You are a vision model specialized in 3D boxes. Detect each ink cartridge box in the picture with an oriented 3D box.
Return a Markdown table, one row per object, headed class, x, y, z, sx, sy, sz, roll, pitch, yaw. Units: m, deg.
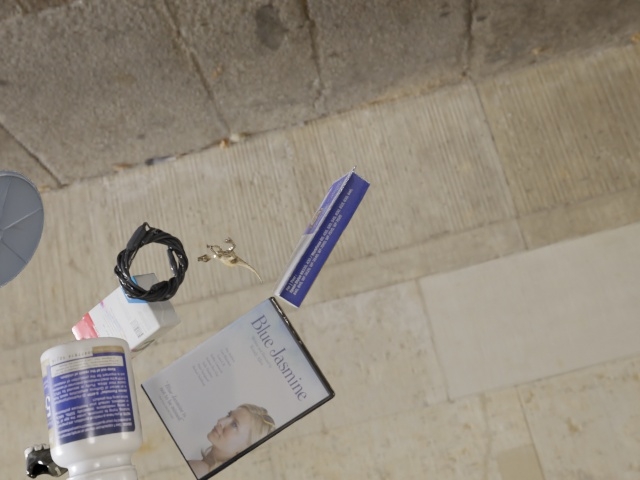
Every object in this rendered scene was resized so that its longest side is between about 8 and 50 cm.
| class | x | y | z | sx | sy | sz | roll | pitch | yaw |
| --- | --- | --- | --- | --- | --- | --- | --- | --- | --- |
| ink cartridge box | 0.000 | 0.000 | 1.676 | 0.072 | 0.304 | 0.307 | 31 | 175 | -7 |
| ink cartridge box | -0.442 | 0.191 | 1.770 | 0.231 | 0.134 | 0.078 | -36 | 168 | 25 |

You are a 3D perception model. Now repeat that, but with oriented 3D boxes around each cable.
| class | x | y | z | sx | sy | sz | roll | pitch | yaw |
| --- | --- | --- | --- | --- | --- | --- | --- | --- | --- |
| cable | -0.359 | 0.059 | 1.668 | 0.047 | 0.185 | 0.150 | -22 | 125 | 39 |

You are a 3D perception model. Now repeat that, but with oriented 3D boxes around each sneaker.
| class | x | y | z | sx | sy | sz | roll | pitch | yaw |
| --- | --- | --- | --- | --- | --- | --- | --- | --- | --- |
| sneaker | -0.692 | 0.589 | 2.119 | 0.234 | 0.106 | 0.078 | -15 | 125 | 1 |

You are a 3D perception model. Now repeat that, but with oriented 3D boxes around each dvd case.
| class | x | y | z | sx | sy | sz | roll | pitch | yaw |
| --- | --- | --- | --- | --- | --- | --- | --- | --- | --- |
| dvd case | -0.128 | 0.229 | 1.198 | 0.253 | 0.180 | 0.022 | -34 | 172 | 5 |

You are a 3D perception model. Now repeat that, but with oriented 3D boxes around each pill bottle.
| class | x | y | z | sx | sy | sz | roll | pitch | yaw |
| --- | --- | --- | --- | --- | --- | --- | --- | --- | --- |
| pill bottle | -0.281 | 0.224 | 0.974 | 0.111 | 0.187 | 0.112 | -12 | 162 | -4 |

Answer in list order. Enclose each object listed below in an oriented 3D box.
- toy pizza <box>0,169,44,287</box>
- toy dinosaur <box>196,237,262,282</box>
| class | x | y | z | sx | sy | sz | roll | pitch | yaw |
| --- | --- | --- | --- | --- | --- | --- | --- | --- | --- |
| toy pizza | -0.504 | -0.013 | 1.188 | 0.032 | 0.201 | 0.201 | 21 | 173 | 22 |
| toy dinosaur | -0.223 | 0.042 | 1.954 | 0.183 | 0.053 | 0.093 | 15 | 145 | 16 |
